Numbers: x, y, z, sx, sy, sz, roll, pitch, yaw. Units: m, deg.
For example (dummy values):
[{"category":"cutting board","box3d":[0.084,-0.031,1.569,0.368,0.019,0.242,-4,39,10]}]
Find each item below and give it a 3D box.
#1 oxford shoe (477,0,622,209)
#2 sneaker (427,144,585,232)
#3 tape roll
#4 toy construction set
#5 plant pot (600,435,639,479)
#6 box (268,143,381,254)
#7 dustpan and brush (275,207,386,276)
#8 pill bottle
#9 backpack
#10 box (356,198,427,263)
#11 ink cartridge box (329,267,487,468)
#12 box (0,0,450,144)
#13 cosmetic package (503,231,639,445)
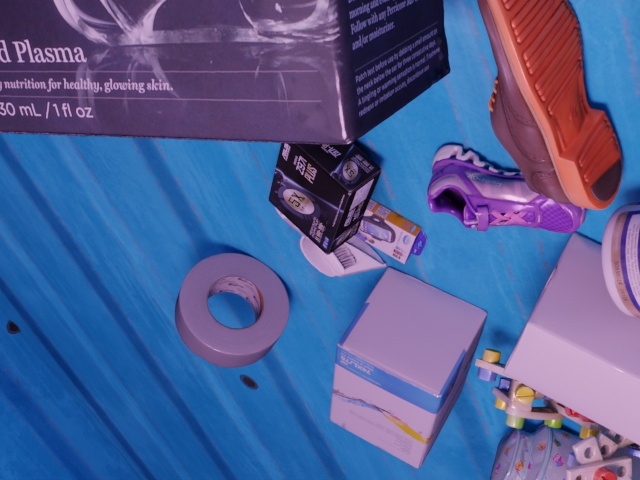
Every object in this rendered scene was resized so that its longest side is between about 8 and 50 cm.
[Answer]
[{"category":"oxford shoe","box3d":[0.250,-0.185,1.116,0.133,0.130,0.363,8,135,47]},{"category":"sneaker","box3d":[0.252,-0.051,1.287,0.236,0.104,0.095,20,141,22]},{"category":"tape roll","box3d":[-0.174,0.136,1.788,0.219,0.219,0.072,35,147,3]},{"category":"toy construction set","box3d":[0.394,0.269,1.399,0.215,0.327,0.151,12,108,-19]},{"category":"plant pot","box3d":[0.557,0.472,1.426,0.341,0.334,0.341,25,145,19]},{"category":"box","box3d":[0.003,-0.088,1.463,0.147,0.077,0.180,43,148,16]},{"category":"dustpan and brush","box3d":[0.000,0.000,1.610,0.147,0.060,0.211,-16,120,50]},{"category":"pill bottle","box3d":[0.495,0.018,1.104,0.265,0.153,0.153,-5,127,46]},{"category":"backpack","box3d":[0.395,0.422,1.660,0.144,0.166,0.188,29,144,-5]},{"category":"box","box3d":[0.111,-0.015,1.523,0.136,0.028,0.081,32,145,12]},{"category":"ink cartridge box","box3d":[0.151,0.232,1.626,0.197,0.198,0.270,25,144,17]},{"category":"box","box3d":[-0.144,-0.367,0.940,0.480,0.297,0.472,5,114,27]},{"category":"cosmetic package","box3d":[0.470,0.168,1.269,0.365,0.197,0.155,28,146,17]}]
